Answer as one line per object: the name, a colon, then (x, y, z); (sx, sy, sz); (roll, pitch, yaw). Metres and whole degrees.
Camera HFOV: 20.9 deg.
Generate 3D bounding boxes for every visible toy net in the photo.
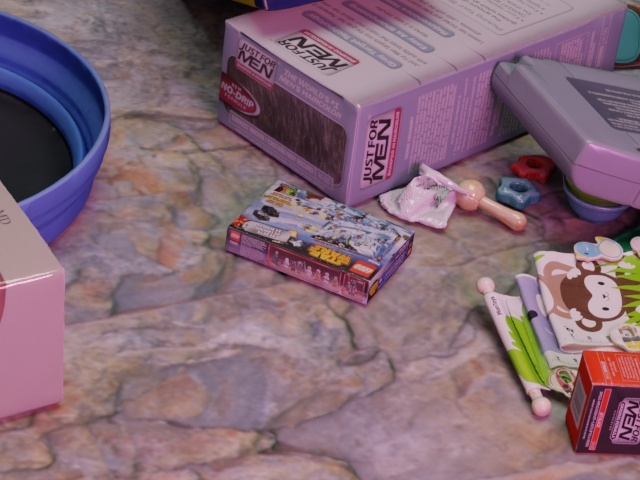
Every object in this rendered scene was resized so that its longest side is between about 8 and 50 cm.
toy net: (0.168, -0.056, 1.590); (0.232, 0.045, 0.122); (1, 36, -10)

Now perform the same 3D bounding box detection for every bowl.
bowl: (-0.378, -0.090, 1.502); (0.391, 0.077, 0.391); (5, 35, -4)

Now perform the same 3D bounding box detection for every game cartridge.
game cartridge: (0.321, -0.086, 1.598); (0.297, 0.062, 0.198); (8, 34, -28)

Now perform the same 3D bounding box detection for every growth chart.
growth chart: (0.247, 0.057, 1.438); (0.237, 0.021, 0.172); (-12, 47, -17)

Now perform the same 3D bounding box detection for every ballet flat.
ballet flat: (0.339, -0.218, 1.851); (0.206, 0.073, 0.067); (6, 8, -8)

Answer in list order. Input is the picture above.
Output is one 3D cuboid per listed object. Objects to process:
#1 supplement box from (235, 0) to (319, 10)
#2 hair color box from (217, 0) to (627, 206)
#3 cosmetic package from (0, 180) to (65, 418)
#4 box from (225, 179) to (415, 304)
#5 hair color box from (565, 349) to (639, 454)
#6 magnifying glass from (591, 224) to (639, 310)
supplement box: (-0.036, -0.353, 1.716); (0.194, 0.195, 0.356); (-15, 17, -16)
hair color box: (0.103, -0.174, 1.685); (0.374, 0.113, 0.185); (-23, 44, -37)
cosmetic package: (-0.347, 0.063, 1.245); (0.296, 0.129, 0.153); (-14, 39, -29)
box: (0.000, 0.000, 1.491); (0.137, 0.027, 0.094); (21, 36, 19)
hair color box: (0.265, 0.126, 1.328); (0.141, 0.072, 0.043); (2, 36, -7)
magnifying glass: (0.295, 0.004, 1.552); (0.092, 0.026, 0.231); (18, 38, 14)
